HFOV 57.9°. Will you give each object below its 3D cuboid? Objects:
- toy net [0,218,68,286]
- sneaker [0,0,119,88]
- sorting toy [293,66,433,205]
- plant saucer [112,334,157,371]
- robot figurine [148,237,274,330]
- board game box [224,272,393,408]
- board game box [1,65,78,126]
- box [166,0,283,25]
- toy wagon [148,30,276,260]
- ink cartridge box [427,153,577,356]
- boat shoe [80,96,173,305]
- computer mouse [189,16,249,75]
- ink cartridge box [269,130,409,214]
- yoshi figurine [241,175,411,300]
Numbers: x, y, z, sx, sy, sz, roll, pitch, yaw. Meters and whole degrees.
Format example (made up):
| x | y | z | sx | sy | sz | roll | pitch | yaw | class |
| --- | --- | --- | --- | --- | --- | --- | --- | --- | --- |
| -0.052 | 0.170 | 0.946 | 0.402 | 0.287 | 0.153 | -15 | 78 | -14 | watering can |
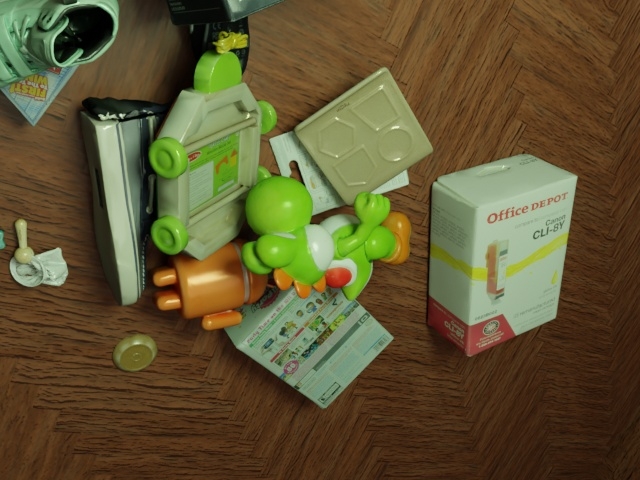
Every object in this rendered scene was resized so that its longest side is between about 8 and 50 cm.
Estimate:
| x | y | z | sx | sy | sz | roll | pitch | yaw | class |
| --- | --- | --- | --- | --- | --- | --- | --- | --- | --- |
| -0.493 | 0.016 | 0.883 | 0.122 | 0.045 | 0.232 | -42 | 127 | -4 | toy net |
| -0.359 | -0.232 | 0.683 | 0.256 | 0.151 | 0.094 | -30 | 128 | -5 | sneaker |
| 0.080 | -0.183 | 1.044 | 0.193 | 0.038 | 0.208 | -33 | 127 | 9 | sorting toy |
| -0.347 | 0.216 | 1.085 | 0.083 | 0.015 | 0.083 | -12 | 119 | -23 | plant saucer |
| -0.188 | 0.068 | 1.028 | 0.219 | 0.158 | 0.128 | -12 | 151 | -24 | robot figurine |
| -0.019 | 0.189 | 1.204 | 0.224 | 0.097 | 0.303 | -45 | 128 | -3 | board game box |
| -0.405 | -0.265 | 0.774 | 0.194 | 0.060 | 0.194 | 18 | 108 | -33 | board game box |
| -0.058 | -0.469 | 0.688 | 0.343 | 0.179 | 0.312 | -33 | 121 | -23 | box |
| -0.159 | -0.143 | 0.883 | 0.267 | 0.068 | 0.344 | -43 | 146 | -55 | toy wagon |
| 0.402 | 0.031 | 1.315 | 0.279 | 0.160 | 0.385 | -17 | 121 | -21 | ink cartridge box |
| -0.271 | -0.060 | 0.920 | 0.158 | 0.127 | 0.341 | -15 | 124 | -32 | boat shoe |
| -0.130 | -0.377 | 0.880 | 0.184 | 0.060 | 0.262 | -33 | 140 | -39 | computer mouse |
| 0.039 | -0.161 | 1.099 | 0.232 | 0.066 | 0.189 | -16 | 124 | 3 | ink cartridge box |
| 0.003 | -0.028 | 1.006 | 0.362 | 0.203 | 0.203 | -2 | 128 | -53 | yoshi figurine |
